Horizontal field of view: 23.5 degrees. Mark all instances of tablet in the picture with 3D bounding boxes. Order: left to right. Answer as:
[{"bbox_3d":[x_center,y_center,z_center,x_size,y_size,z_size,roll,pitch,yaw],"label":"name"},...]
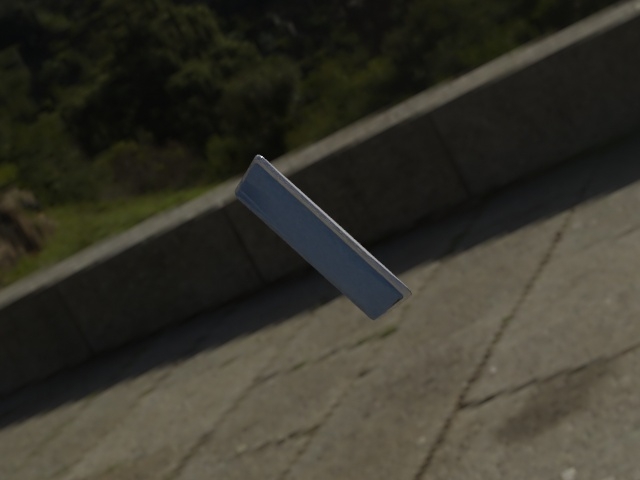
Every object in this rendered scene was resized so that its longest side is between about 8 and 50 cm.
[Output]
[{"bbox_3d":[0.000,0.000,0.634,0.006,0.083,0.054,-47,0,-19],"label":"tablet"}]
